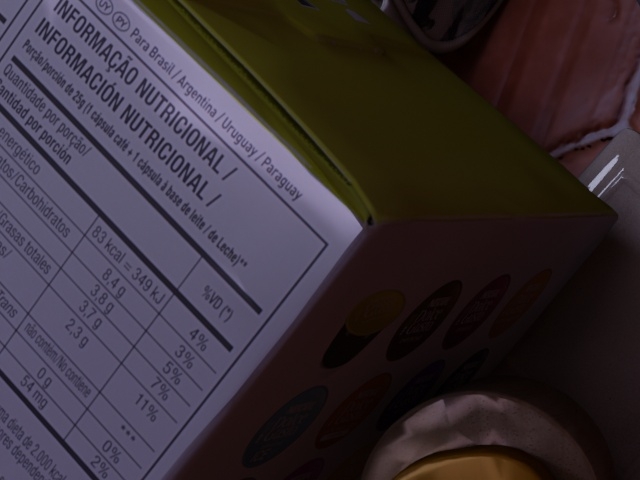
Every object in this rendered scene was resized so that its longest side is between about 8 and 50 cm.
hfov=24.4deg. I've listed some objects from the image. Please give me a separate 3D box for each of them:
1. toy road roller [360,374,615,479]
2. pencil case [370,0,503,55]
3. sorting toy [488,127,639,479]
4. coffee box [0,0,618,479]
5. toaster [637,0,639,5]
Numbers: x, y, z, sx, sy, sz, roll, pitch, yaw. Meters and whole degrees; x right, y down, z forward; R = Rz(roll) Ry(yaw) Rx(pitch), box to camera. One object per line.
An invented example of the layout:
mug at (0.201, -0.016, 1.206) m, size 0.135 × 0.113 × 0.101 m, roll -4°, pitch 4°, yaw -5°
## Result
toy road roller at (0.168, 0.219, 0.715) m, size 0.241 × 0.202 × 0.329 m, roll -13°, pitch 86°, yaw 13°
pencil case at (-0.066, -0.231, 1.071) m, size 0.410 × 0.160 × 0.183 m, roll 12°, pitch 44°, yaw 35°
sorting toy at (0.186, 0.055, 0.881) m, size 0.347 × 0.047 × 0.196 m, roll -49°, pitch 50°, yaw 9°
coffee box at (-0.106, 0.001, 0.805) m, size 0.338 × 0.338 × 0.334 m, roll 44°, pitch 110°, yaw 20°
toaster at (0.246, -0.192, 0.866) m, size 0.146 × 0.129 × 0.227 m, roll -28°, pitch 32°, yaw 17°
